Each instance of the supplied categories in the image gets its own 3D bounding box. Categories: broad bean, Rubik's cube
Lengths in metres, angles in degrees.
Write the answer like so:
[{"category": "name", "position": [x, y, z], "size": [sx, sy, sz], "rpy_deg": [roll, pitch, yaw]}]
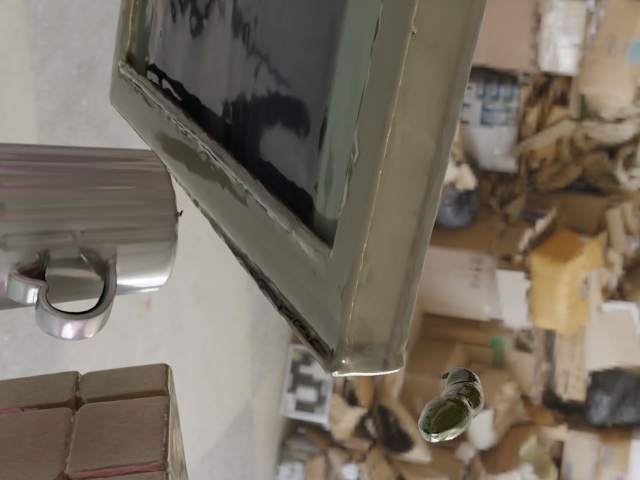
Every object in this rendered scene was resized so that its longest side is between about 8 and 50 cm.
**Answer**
[{"category": "broad bean", "position": [0.159, 0.191, 1.302], "size": [0.254, 0.065, 0.047], "rpy_deg": [-29, 123, -74]}, {"category": "Rubik's cube", "position": [-0.293, 0.350, 1.178], "size": [0.319, 0.315, 0.322], "rpy_deg": [-107, -168, -68]}]

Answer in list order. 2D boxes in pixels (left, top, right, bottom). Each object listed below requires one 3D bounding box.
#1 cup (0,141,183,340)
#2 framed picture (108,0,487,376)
[{"category": "cup", "position": [-0.251, 0.008, 1.088], "size": [0.167, 0.202, 0.221], "rpy_deg": [-40, -121, 56]}, {"category": "framed picture", "position": [-0.006, -0.222, 0.400], "size": [0.326, 0.028, 0.446], "rpy_deg": [-138, -124, -59]}]
